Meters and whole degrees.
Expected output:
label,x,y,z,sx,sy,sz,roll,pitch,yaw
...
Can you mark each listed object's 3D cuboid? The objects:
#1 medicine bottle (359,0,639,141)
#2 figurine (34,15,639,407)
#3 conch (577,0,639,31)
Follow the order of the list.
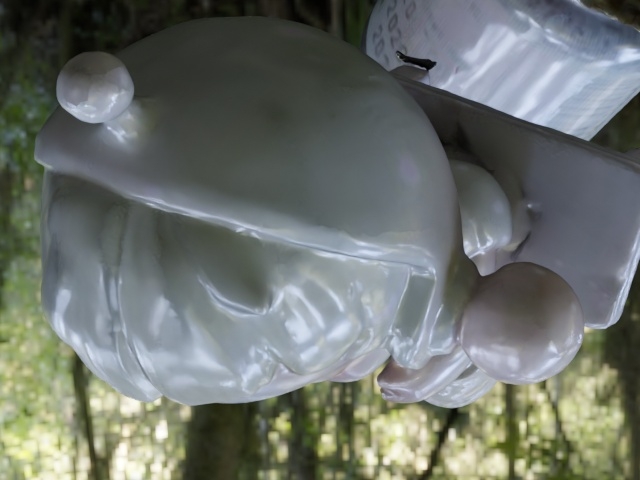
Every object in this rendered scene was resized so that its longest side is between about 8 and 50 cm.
label,x,y,z,sx,sy,sz,roll,pitch,yaw
medicine bottle,0.143,-0.157,0.880,0.165,0.273,0.165,11,-121,-18
figurine,0.008,-0.006,0.500,0.182,0.144,0.256,44,-159,22
conch,0.167,-0.168,0.473,0.186,0.263,0.324,29,163,-38
